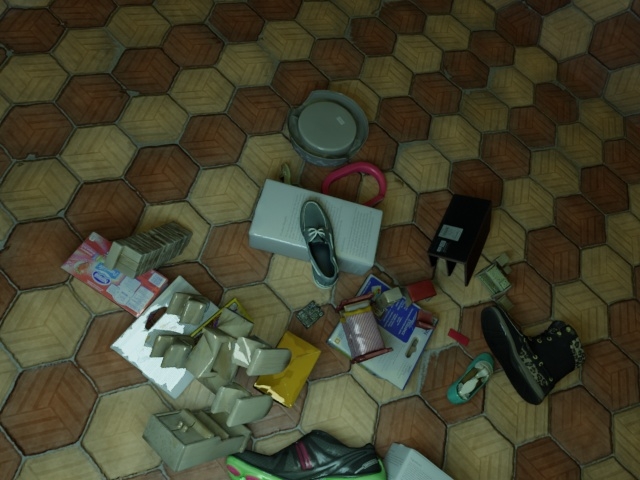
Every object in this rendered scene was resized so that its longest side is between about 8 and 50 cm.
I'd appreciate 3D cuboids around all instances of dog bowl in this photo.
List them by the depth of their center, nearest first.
[{"bbox_3d":[0.025,-0.468,1.712,0.348,0.102,0.349,4,69,-9],"label":"dog bowl"}]

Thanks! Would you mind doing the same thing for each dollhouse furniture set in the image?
[{"bbox_3d":[-0.281,0.397,1.142,0.362,0.256,0.394,21,89,34],"label":"dollhouse furniture set"},{"bbox_3d":[0.253,0.264,1.371,0.374,0.152,0.201,-15,71,-15],"label":"dollhouse furniture set"},{"bbox_3d":[0.747,0.158,1.599,0.161,0.101,0.182,-33,78,-20],"label":"dollhouse furniture set"}]

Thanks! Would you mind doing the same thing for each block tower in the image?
[{"bbox_3d":[-0.546,0.025,1.314,0.097,0.335,0.091,31,106,3],"label":"block tower"}]

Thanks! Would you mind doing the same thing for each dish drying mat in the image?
[{"bbox_3d":[0.525,0.368,1.528,0.083,0.008,0.032,31,68,1],"label":"dish drying mat"}]

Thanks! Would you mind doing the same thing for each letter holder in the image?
[{"bbox_3d":[0.566,0.003,1.617,0.152,0.214,0.302,17,64,31],"label":"letter holder"}]

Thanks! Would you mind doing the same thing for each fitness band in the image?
[{"bbox_3d":[0.141,-0.212,1.664,0.291,0.054,0.209,-26,73,-19],"label":"fitness band"}]

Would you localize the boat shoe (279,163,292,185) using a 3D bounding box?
[{"bbox_3d":[-0.146,-0.239,1.619,0.048,0.056,0.153,-5,77,-17],"label":"boat shoe"}]

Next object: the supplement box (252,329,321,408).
[{"bbox_3d":[-0.113,0.417,1.292,0.129,0.194,0.191,31,67,2],"label":"supplement box"}]

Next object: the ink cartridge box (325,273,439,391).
[{"bbox_3d":[0.228,0.329,1.460,0.307,0.072,0.303,35,66,3],"label":"ink cartridge box"}]

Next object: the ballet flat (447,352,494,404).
[{"bbox_3d":[0.558,0.496,1.441,0.247,0.087,0.083,-36,79,-21],"label":"ballet flat"}]

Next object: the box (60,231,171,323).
[{"bbox_3d":[-0.661,0.128,1.334,0.300,0.142,0.154,31,67,3],"label":"box"}]

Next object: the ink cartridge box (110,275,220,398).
[{"bbox_3d":[-0.464,0.307,1.302,0.261,0.066,0.296,45,67,-11],"label":"ink cartridge box"}]

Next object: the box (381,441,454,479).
[{"bbox_3d":[0.296,0.740,1.248,0.182,0.181,0.119,36,68,5],"label":"box"}]

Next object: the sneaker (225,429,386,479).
[{"bbox_3d":[-0.046,0.697,1.233,0.483,0.185,0.202,5,31,0],"label":"sneaker"}]

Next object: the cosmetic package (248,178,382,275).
[{"bbox_3d":[-0.019,-0.042,1.505,0.453,0.161,0.230,16,69,-4],"label":"cosmetic package"}]

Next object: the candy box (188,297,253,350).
[{"bbox_3d":[-0.329,0.293,1.316,0.206,0.027,0.105,-41,104,-24],"label":"candy box"}]

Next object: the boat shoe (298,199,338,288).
[{"bbox_3d":[0.000,0.000,1.354,0.116,0.099,0.319,-8,74,-11],"label":"boat shoe"}]

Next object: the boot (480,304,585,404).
[{"bbox_3d":[0.796,0.375,1.503,0.284,0.138,0.377,-24,79,-17],"label":"boot"}]

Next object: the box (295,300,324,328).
[{"bbox_3d":[-0.038,0.270,1.458,0.083,0.018,0.067,-39,80,-21],"label":"box"}]
